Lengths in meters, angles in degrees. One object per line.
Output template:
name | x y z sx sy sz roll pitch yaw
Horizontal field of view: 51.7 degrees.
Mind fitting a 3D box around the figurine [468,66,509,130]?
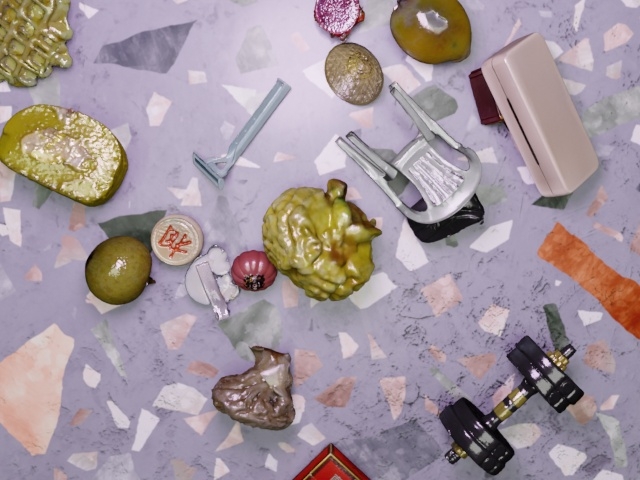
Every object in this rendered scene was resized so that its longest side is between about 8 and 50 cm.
figurine | 0.402 -0.318 1.472 0.098 0.082 0.155 -22 99 -18

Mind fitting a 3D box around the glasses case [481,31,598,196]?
glasses case | 0.477 -0.267 1.428 0.144 0.076 0.337 -36 105 -27

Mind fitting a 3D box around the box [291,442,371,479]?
box | -0.004 0.634 1.613 0.153 0.074 0.240 44 96 -1

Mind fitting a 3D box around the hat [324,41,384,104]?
hat | 0.086 -0.381 1.469 0.145 0.067 0.146 19 134 21

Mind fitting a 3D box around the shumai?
shumai | -0.141 0.334 1.531 0.205 0.166 0.176 20 90 -27

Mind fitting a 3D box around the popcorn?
popcorn | 0.000 0.000 1.447 0.257 0.224 0.271 -2 90 -16

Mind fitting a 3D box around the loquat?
loquat | 0.240 -0.455 1.414 0.195 0.152 0.152 34 97 -12

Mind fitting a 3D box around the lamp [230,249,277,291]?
lamp | -0.152 0.070 1.518 0.107 0.092 0.108 -4 136 -4

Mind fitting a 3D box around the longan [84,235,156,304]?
longan | -0.449 0.070 1.507 0.154 0.176 0.145 -41 54 27

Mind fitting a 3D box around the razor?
razor | -0.165 -0.248 1.496 0.278 0.056 0.111 -48 59 1

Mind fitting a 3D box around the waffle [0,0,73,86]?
waffle | -0.683 -0.492 1.429 0.297 0.073 0.317 -2 110 6

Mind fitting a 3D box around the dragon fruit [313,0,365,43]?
dragon fruit | 0.042 -0.503 1.446 0.126 0.068 0.112 46 103 5

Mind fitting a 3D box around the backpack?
backpack | 0.279 -0.069 1.490 0.165 0.106 0.120 -24 95 25

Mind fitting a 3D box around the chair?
chair | 0.194 -0.182 1.428 0.274 0.190 0.203 42 97 -8

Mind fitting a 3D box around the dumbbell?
dumbbell | 0.435 0.376 1.514 0.185 0.185 0.388 44 97 -6

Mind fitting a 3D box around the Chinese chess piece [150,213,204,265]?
Chinese chess piece | -0.331 -0.002 1.530 0.122 0.051 0.122 0 98 0

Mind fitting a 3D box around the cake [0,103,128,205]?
cake | -0.559 -0.193 1.454 0.260 0.156 0.179 27 82 -9

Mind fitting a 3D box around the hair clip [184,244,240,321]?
hair clip | -0.254 0.102 1.537 0.116 0.049 0.172 -23 102 -14
